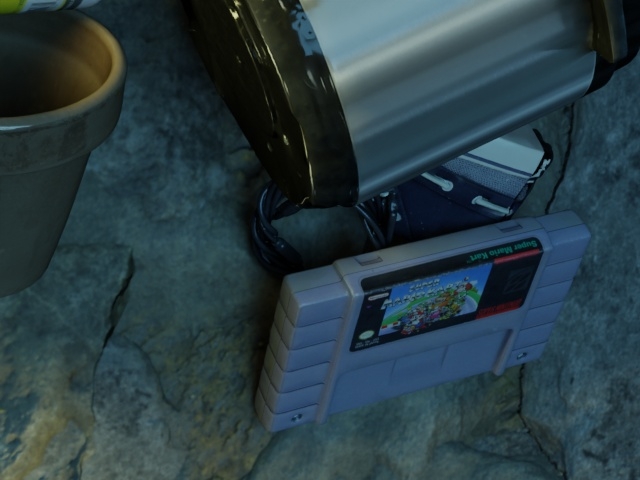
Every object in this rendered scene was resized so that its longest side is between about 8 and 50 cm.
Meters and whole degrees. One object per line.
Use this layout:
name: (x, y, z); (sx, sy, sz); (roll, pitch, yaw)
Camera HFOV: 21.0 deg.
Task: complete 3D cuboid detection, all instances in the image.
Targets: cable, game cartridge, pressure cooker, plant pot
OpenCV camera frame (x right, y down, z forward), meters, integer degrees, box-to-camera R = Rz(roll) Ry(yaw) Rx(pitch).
cable: (0.000, 0.000, 1.818); (0.151, 0.047, 0.184); (5, 135, -8)
game cartridge: (0.111, 0.087, 1.875); (0.355, 0.068, 0.230); (-13, 146, -23)
pressure cooker: (0.096, -0.262, 1.565); (0.420, 0.375, 0.369); (-25, 82, -9)
plant pot: (-0.312, -0.076, 1.576); (0.263, 0.263, 0.229); (-9, 126, -25)

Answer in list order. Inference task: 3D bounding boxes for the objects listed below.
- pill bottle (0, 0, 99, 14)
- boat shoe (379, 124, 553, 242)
pill bottle: (-0.357, -0.286, 1.503); (0.334, 0.188, 0.187); (-7, 108, -25)
boat shoe: (0.071, -0.089, 1.829); (0.341, 0.127, 0.158); (20, 114, -19)
